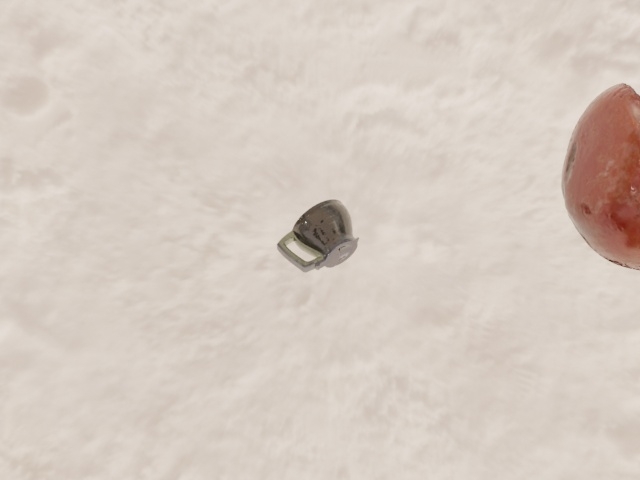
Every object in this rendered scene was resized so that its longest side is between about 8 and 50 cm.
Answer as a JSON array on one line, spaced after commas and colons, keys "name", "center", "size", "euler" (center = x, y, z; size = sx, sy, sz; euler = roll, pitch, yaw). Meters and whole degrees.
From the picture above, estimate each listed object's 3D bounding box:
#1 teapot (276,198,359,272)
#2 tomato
[{"name": "teapot", "center": [0.000, 0.000, 1.281], "size": [0.088, 0.066, 0.057], "euler": [-27, 62, -16]}, {"name": "tomato", "center": [0.288, -0.046, 1.160], "size": [0.099, 0.173, 0.189], "euler": [-23, 106, 4]}]
